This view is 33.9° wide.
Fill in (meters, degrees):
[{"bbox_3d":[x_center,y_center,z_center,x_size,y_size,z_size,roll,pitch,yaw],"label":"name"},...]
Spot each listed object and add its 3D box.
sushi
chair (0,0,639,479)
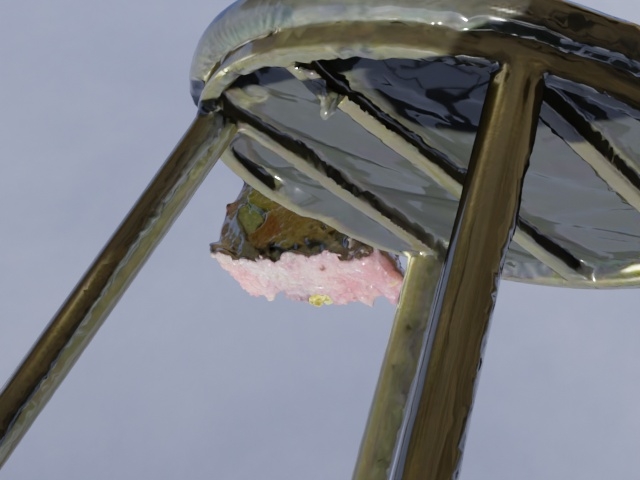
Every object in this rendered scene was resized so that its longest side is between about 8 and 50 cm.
[{"bbox_3d":[0.005,-0.016,1.083,0.241,0.107,0.161,-3,-128,40],"label":"sushi"},{"bbox_3d":[0.027,0.121,0.499,0.364,0.362,0.410,31,-113,-39],"label":"chair"}]
